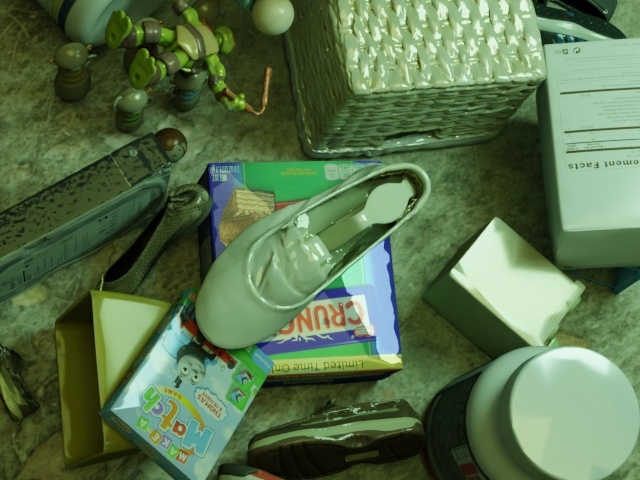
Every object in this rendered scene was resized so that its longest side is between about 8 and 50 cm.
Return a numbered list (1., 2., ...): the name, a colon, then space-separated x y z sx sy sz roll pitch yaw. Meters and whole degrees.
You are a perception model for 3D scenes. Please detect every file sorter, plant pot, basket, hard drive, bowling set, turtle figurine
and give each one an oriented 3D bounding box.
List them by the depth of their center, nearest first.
1. plant pot: -0.242 0.188 1.704 0.187 0.212 0.212 -1 76 -26
2. hard drive: -0.366 -0.011 1.706 0.339 0.237 0.064 -30 83 -18
3. turtle figurine: -0.195 -0.284 1.741 0.217 0.087 0.269 -15 82 -47
4. bowling set: -0.234 -0.228 1.831 0.287 0.154 0.200 -28 82 -16
5. basket: 0.129 -0.321 1.872 0.328 0.266 0.331 -6 79 -14
6. file sorter: 0.457 -0.024 1.934 0.104 0.118 0.170 20 72 -2

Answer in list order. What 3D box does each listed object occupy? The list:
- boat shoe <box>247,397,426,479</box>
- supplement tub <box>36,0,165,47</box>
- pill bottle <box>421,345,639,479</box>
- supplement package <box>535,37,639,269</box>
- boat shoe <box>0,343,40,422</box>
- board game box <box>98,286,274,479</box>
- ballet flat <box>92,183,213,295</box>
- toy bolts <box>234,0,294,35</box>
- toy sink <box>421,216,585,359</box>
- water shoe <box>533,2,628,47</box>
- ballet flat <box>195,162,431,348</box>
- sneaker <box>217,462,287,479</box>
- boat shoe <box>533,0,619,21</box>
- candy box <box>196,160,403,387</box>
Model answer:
1. boat shoe: 0.018 0.278 1.795 0.257 0.095 0.095 -3 41 -12
2. supplement tub: -0.370 -0.468 1.829 0.228 0.228 0.316 -41 86 -18
3. pill bottle: 0.278 0.258 1.694 0.210 0.363 0.210 3 75 -10
4. supplement package: 0.417 -0.123 1.813 0.175 0.177 0.293 -3 70 4
5. boat shoe: -0.439 0.177 1.741 0.049 0.056 0.152 -22 90 -21
6. board game box: -0.169 0.191 1.613 0.160 0.039 0.211 45 53 -18
7. ballet flat: -0.252 0.010 1.758 0.250 0.084 0.058 -44 122 15
8. toy bolts: -0.071 -0.386 1.680 0.218 0.228 0.158 -13 70 -36
9. toy sink: 0.294 0.097 1.852 0.234 0.153 0.131 41 71 2
10. water shoe: 0.401 -0.328 2.029 0.203 0.080 0.073 15 36 -5
11. ballet flat: 0.000 0.000 1.668 0.400 0.139 0.139 -36 84 -32
12. sneaker: -0.042 0.424 1.732 0.270 0.090 0.145 27 70 -6
13. boat shoe: 0.385 -0.418 2.048 0.228 0.080 0.076 22 71 -13
14. candy box: -0.036 0.050 1.814 0.268 0.122 0.317 -2 77 -14
